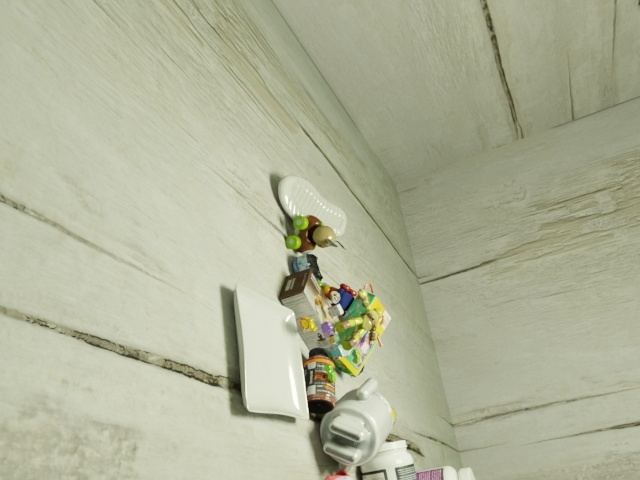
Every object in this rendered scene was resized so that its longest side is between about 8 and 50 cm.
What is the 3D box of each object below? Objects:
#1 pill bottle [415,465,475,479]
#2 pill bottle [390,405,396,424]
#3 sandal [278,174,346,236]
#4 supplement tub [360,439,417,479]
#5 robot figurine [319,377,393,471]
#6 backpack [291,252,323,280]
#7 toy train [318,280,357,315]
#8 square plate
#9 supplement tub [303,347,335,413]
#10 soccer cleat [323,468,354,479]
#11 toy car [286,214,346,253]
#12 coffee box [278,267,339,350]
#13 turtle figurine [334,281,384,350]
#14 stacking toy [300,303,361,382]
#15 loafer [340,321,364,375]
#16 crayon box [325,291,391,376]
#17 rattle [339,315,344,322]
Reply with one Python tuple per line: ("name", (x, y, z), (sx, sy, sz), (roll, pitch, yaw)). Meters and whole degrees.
("pill bottle", (0.474, 1.011, 2.223), (0.169, 0.302, 0.169), (54, 25, -40))
("pill bottle", (0.223, 0.677, 2.160), (0.184, 0.103, 0.103), (47, 30, -49))
("sandal", (-0.048, -0.115, 2.183), (0.416, 0.102, 0.169), (34, 63, -45))
("supplement tub", (0.246, 0.855, 1.918), (0.191, 0.191, 0.272), (34, 41, -60))
("robot figurine", (0.124, 0.604, 1.806), (0.353, 0.200, 0.299), (-1, 110, -70))
("backpack", (-0.054, 0.102, 1.980), (0.114, 0.084, 0.104), (25, 48, -71))
("toy train", (0.027, 0.187, 2.019), (0.105, 0.144, 0.248), (-61, 154, -6))
("square plate", (-0.146, 0.328, 1.562), (0.347, 0.049, 0.343), (39, 37, -57))
("supplement tub", (-0.006, 0.443, 1.756), (0.106, 0.106, 0.197), (54, 24, -40))
("soccer cleat", (0.025, 0.744, 1.587), (0.116, 0.109, 0.318), (55, 14, 26))
("toy car", (0.000, 0.000, 2.018), (0.155, 0.189, 0.148), (8, 104, -63))
("coffee box", (-0.034, 0.238, 1.882), (0.246, 0.098, 0.141), (62, 21, -24))
("turtle figurine", (0.158, 0.302, 1.940), (0.217, 0.087, 0.269), (-28, 118, -37))
("stacking toy", (0.036, 0.326, 1.772), (0.167, 0.052, 0.221), (-20, 85, -51))
("loafer", (0.120, 0.426, 2.161), (0.078, 0.076, 0.223), (-66, 138, -74))
("crayon box", (0.142, 0.350, 2.062), (0.278, 0.081, 0.165), (-55, 135, -20))
("rattle", (0.167, 0.373, 2.260), (0.199, 0.143, 0.130), (57, 4, -19))
